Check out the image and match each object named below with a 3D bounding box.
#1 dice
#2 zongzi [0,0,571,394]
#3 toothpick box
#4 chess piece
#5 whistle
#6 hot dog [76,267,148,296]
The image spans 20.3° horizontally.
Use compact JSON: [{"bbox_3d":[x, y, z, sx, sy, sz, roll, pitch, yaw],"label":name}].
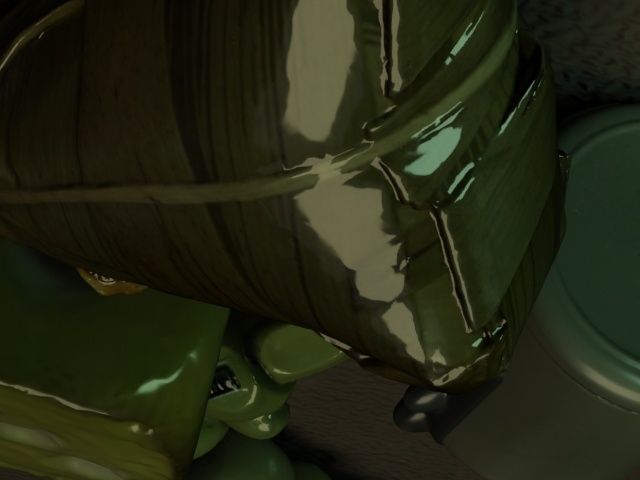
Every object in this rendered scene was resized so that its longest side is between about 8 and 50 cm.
[{"bbox_3d":[-0.189,0.051,1.347,0.238,0.227,0.233,14,155,-4],"label":"dice"},{"bbox_3d":[-0.108,-0.173,1.003,0.500,0.218,0.467,13,132,31],"label":"zongzi"},{"bbox_3d":[0.171,0.064,1.232,0.229,0.229,0.316,16,155,-8],"label":"toothpick box"},{"bbox_3d":[-0.023,0.309,1.899,0.182,0.182,0.330,-13,139,41],"label":"chess piece"},{"bbox_3d":[-0.077,0.108,1.572,0.294,0.141,0.141,-22,142,23],"label":"whistle"},{"bbox_3d":[-0.029,-0.016,1.222,0.289,0.083,0.068,-10,146,0],"label":"hot dog"}]
